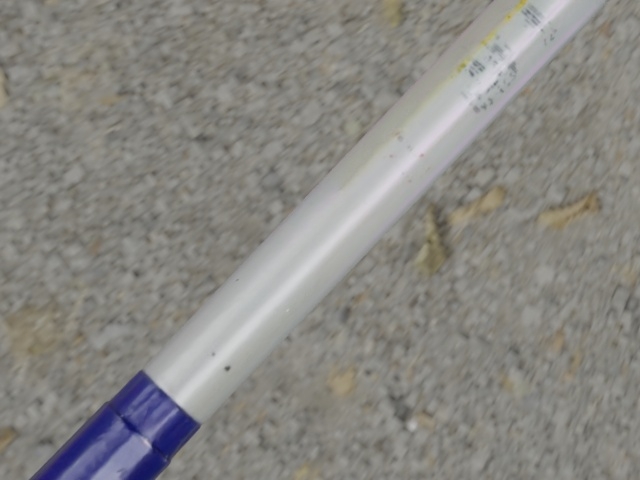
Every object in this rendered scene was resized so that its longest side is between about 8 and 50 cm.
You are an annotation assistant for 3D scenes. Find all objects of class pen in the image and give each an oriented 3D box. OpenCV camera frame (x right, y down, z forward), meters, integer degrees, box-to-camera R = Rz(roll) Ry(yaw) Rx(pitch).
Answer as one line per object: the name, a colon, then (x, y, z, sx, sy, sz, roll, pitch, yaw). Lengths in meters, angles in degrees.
pen: (0.000, 0.000, 0.680, 0.033, 0.033, 0.269, 43, 86, 1)
